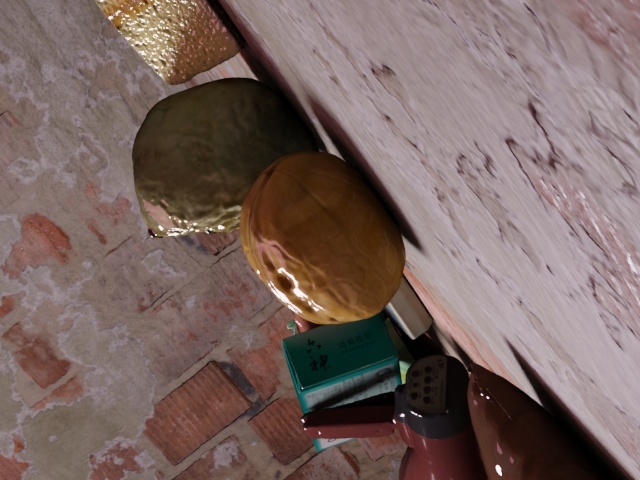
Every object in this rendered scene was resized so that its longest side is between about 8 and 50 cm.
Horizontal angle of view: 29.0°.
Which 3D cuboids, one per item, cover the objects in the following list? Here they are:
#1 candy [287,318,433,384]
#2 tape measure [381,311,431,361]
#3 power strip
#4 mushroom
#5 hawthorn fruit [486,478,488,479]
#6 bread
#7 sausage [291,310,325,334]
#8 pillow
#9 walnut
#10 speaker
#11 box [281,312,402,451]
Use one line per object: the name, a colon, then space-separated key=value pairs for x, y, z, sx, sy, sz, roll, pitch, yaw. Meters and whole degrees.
candy: x=0.138 y=0.244 z=2.103 sx=0.398 sy=0.172 sz=0.263 roll=29 pitch=163 yaw=50
tape measure: x=0.075 y=0.102 z=1.950 sx=0.351 sy=0.098 sz=0.215 roll=47 pitch=168 yaw=0
power strip: x=0.064 y=0.024 z=1.681 sx=0.270 sy=0.046 sz=0.118 roll=55 pitch=176 yaw=-35
mushroom: x=-0.095 y=-0.111 z=1.491 sx=0.267 sy=0.164 sz=0.189 roll=-9 pitch=-96 yaw=-55
hawthorn fruit: x=0.277 y=0.398 z=1.699 sx=0.173 sy=0.173 sz=0.173 roll=52 pitch=177 yaw=4
bread: x=-0.183 y=-0.332 z=1.473 sx=0.240 sy=0.135 sz=0.178 roll=53 pitch=-149 yaw=-28
sausage: x=0.009 y=0.137 z=1.873 sx=0.088 sy=0.088 sz=0.433 roll=51 pitch=167 yaw=27
pillow: x=0.266 y=0.296 z=1.230 sx=0.308 sy=0.108 sz=0.305 roll=48 pitch=170 yaw=41
walnut: x=0.000 y=0.000 z=1.333 sx=0.197 sy=0.165 sz=0.165 roll=51 pitch=178 yaw=-30
speaker: x=0.143 y=0.266 z=1.787 sx=0.259 sy=0.198 sz=0.329 roll=17 pitch=152 yaw=31
box: x=0.039 y=0.209 z=1.832 sx=0.245 sy=0.153 sz=0.092 roll=80 pitch=171 yaw=-59
